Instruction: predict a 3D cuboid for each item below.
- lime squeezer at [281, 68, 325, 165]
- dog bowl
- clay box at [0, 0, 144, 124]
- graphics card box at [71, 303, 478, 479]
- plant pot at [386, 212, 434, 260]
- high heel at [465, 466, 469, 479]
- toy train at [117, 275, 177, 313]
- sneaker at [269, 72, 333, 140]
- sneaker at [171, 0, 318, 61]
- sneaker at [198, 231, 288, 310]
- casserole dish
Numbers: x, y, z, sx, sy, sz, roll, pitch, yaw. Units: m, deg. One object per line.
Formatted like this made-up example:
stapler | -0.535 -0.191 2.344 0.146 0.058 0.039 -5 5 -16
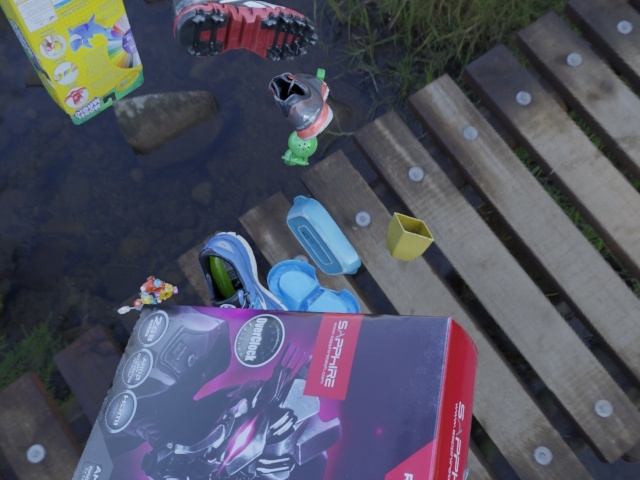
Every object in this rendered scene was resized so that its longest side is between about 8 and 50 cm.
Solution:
lime squeezer | -0.047 -0.198 1.080 0.059 0.310 0.110 -5 68 -17
dog bowl | -0.026 0.179 1.577 0.297 0.074 0.166 33 48 17
clay box | -0.308 -0.260 0.681 0.053 0.222 0.127 41 66 15
graphics card box | -0.053 0.185 0.515 0.371 0.094 0.233 -1 59 29
plant pot | 0.196 -0.001 1.235 0.081 0.081 0.083 16 120 -21
high heel | 0.240 0.651 1.357 0.186 0.093 0.261 23 79 14
toy train | -0.442 0.132 1.372 0.166 0.125 0.046 -33 68 28
sneaker | -0.029 -0.176 0.627 0.061 0.065 0.158 -41 32 12
sneaker | -0.136 -0.387 0.944 0.276 0.097 0.135 -10 53 -33
sneaker | -0.169 0.146 1.155 0.130 0.147 0.330 -30 93 19
casserole dish | 0.000 0.000 1.024 0.037 0.114 0.188 -42 104 -28
